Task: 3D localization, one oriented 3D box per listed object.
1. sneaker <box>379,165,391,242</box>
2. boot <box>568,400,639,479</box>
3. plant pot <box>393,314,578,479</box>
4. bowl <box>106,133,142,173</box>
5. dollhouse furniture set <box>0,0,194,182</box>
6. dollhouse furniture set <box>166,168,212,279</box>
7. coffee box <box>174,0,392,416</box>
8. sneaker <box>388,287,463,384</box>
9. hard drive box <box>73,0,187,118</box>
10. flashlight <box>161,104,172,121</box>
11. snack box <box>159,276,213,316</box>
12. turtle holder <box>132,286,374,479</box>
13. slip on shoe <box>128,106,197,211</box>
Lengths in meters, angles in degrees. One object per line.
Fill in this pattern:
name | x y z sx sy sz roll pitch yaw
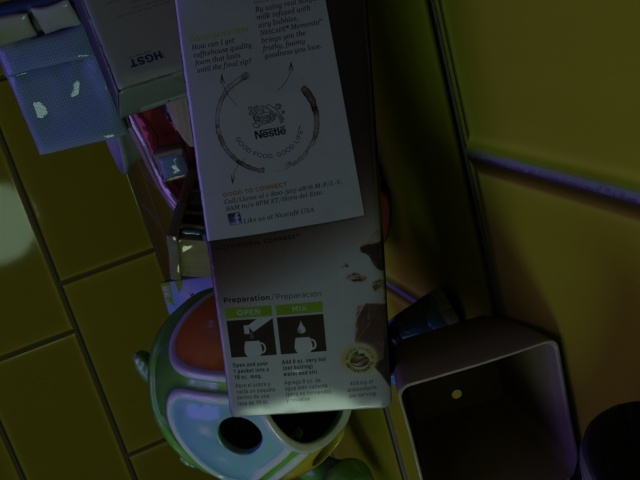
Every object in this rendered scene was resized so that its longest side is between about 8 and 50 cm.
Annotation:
sneaker | -0.047 -0.119 0.775 0.313 0.136 0.116 69 164 -1
boot | 0.196 0.223 0.492 0.178 0.085 0.236 94 157 -62
plant pot | 0.107 0.112 0.629 0.096 0.109 0.109 -114 8 -69
bowl | -0.341 -0.278 1.583 0.298 0.134 0.297 160 90 -75
dollhouse furniture set | -0.261 -0.148 1.070 0.198 0.303 0.286 -97 -5 -61
dollhouse furniture set | -0.094 -0.063 0.965 0.129 0.129 0.183 -84 -3 -49
coffee box | -0.018 -0.047 0.635 0.168 0.119 0.297 -89 -6 -70
sneaker | 0.069 0.091 0.770 0.063 0.073 0.162 63 164 21
hard drive box | -0.156 -0.264 0.875 0.089 0.181 0.232 145 105 -75
flashlight | -0.242 -0.315 1.250 0.103 0.103 0.304 128 121 -71
snack box | -0.133 0.128 1.330 0.207 0.070 0.174 -9 99 43
turtle holder | -0.070 0.212 1.105 0.227 0.243 0.320 -4 98 57
slip on shoe | -0.190 -0.126 1.320 0.331 0.101 0.123 59 -154 2
